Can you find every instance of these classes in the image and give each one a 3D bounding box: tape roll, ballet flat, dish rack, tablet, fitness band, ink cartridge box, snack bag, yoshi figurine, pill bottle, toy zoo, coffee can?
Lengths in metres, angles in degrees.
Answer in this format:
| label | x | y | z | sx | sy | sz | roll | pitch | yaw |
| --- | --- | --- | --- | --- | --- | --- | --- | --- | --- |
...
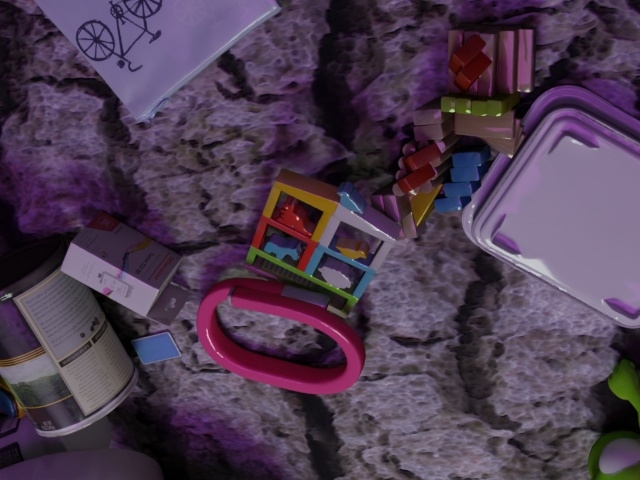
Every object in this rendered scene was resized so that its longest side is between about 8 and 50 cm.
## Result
| label | x | y | z | sx | sy | sz | roll | pitch | yaw |
| --- | --- | --- | --- | --- | --- | --- | --- | --- | --- |
| tape roll | -0.474 | 0.502 | 1.669 | 0.391 | 0.072 | 0.392 | -13 | 146 | -9 |
| ballet flat | -0.585 | 0.271 | 1.690 | 0.231 | 0.077 | 0.077 | 15 | 120 | 45 |
| dish rack | 0.393 | -0.028 | 1.272 | 0.332 | 0.072 | 0.286 | 28 | 121 | -2 |
| tablet | -0.293 | 0.192 | 1.617 | 0.083 | 0.006 | 0.054 | -15 | 113 | 23 |
| fitness band | -0.067 | 0.162 | 1.487 | 0.290 | 0.054 | 0.209 | 13 | 132 | 13 |
| ink cartridge box | -0.304 | 0.046 | 1.477 | 0.198 | 0.115 | 0.067 | 29 | 121 | -3 |
| snack bag | -0.255 | -0.378 | 1.277 | 0.323 | 0.037 | 0.342 | -32 | 105 | 28 |
| yoshi figurine | 0.526 | 0.289 | 1.380 | 0.203 | 0.203 | 0.362 | 23 | 115 | -45 |
| pill bottle | -0.538 | 0.392 | 1.702 | 0.278 | 0.162 | 0.162 | -24 | 109 | 26 |
| toy zoo | 0.000 | 0.000 | 1.352 | 0.192 | 0.030 | 0.293 | 26 | 145 | 0 |
| coffee can | -0.459 | 0.161 | 1.532 | 0.201 | 0.201 | 0.275 | -16 | 113 | 23 |

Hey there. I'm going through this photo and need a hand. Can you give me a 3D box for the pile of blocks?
| label | x | y | z | sx | sy | sz | roll | pitch | yaw |
| --- | --- | --- | --- | --- | --- | --- | --- | --- | --- |
| pile of blocks | 0.178 | -0.126 | 1.231 | 0.149 | 0.112 | 0.362 | 32 | 123 | 15 |
